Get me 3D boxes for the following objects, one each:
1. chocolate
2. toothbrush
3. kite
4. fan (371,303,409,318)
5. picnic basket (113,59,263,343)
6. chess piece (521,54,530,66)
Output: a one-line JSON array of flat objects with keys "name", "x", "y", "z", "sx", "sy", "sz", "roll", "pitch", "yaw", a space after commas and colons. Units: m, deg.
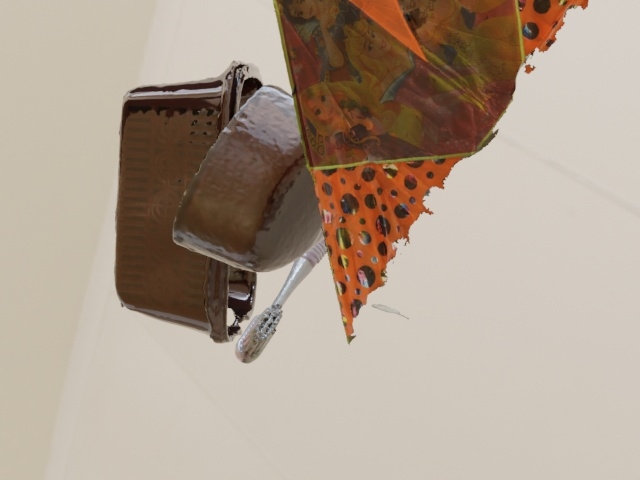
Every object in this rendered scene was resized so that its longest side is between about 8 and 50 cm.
[{"name": "chocolate", "x": -0.023, "y": -0.040, "z": 0.670, "sx": 0.080, "sy": 0.148, "sz": 0.125, "roll": 32, "pitch": -63, "yaw": 17}, {"name": "toothbrush", "x": 0.000, "y": 0.000, "z": 0.885, "sx": 0.024, "sy": 0.354, "sz": 0.029, "roll": 38, "pitch": -54, "yaw": -4}, {"name": "kite", "x": 0.021, "y": -0.076, "z": 0.340, "sx": 0.125, "sy": 0.008, "sz": 0.222, "roll": 43, "pitch": -59, "yaw": 15}, {"name": "fan", "x": 0.142, "y": 0.141, "z": 1.886, "sx": 0.083, "sy": 0.056, "sz": 0.004, "roll": 22, "pitch": -80, "yaw": 38}, {"name": "picnic basket", "x": -0.139, "y": -0.048, "z": 1.037, "sx": 0.129, "sy": 0.222, "sz": 0.297, "roll": 5, "pitch": -82, "yaw": 6}, {"name": "chess piece", "x": 0.307, "y": -0.403, "z": 1.537, "sx": 0.195, "sy": 0.194, "sz": 0.299, "roll": 71, "pitch": -24, "yaw": 16}]
